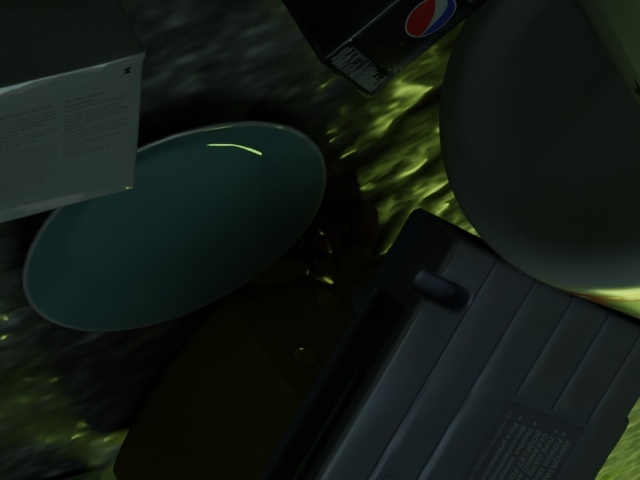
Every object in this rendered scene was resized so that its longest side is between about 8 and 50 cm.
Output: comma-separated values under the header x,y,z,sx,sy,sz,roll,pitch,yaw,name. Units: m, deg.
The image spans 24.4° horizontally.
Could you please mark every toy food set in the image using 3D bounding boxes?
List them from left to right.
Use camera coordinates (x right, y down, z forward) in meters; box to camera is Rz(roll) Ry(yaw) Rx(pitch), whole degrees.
x,y,z,sx,sy,sz,roll,pitch,yaw,name
0.000,0.000,0.956,0.122,0.019,0.078,5,138,-35,toy food set

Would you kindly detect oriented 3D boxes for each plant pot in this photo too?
x,y,z,sx,sy,sz,roll,pitch,yaw,name
0.006,0.138,1.008,0.212,0.212,0.187,-10,133,-31,plant pot

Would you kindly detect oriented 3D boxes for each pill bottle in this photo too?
x,y,z,sx,sy,sz,roll,pitch,yaw,name
0.244,-0.044,0.898,0.210,0.210,0.363,-40,149,21,pill bottle

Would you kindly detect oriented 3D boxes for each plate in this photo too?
x,y,z,sx,sy,sz,roll,pitch,yaw,name
-0.085,-0.012,0.852,0.188,0.024,0.188,-22,151,-13,plate

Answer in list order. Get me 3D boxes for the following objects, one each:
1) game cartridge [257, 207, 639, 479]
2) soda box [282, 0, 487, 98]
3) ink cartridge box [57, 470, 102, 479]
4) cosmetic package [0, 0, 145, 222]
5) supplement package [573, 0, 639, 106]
x,y,z,sx,sy,sz,roll,pitch,yaw,name
0.050,0.173,0.897,0.230,0.068,0.355,24,99,-45,game cartridge
0.063,-0.149,0.721,0.169,0.060,0.053,-37,152,14,soda box
-0.278,0.258,1.087,0.235,0.056,0.171,-9,146,-26,ink cartridge box
-0.200,-0.044,0.653,0.239,0.060,0.099,-16,150,-22,cosmetic package
0.201,-0.207,0.560,0.262,0.199,0.198,-29,168,1,supplement package
